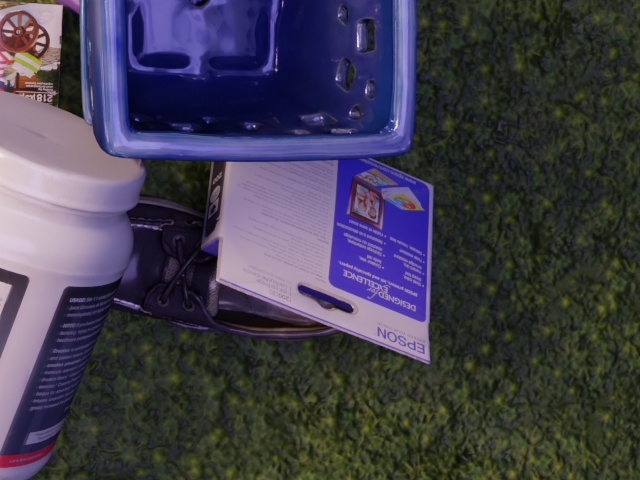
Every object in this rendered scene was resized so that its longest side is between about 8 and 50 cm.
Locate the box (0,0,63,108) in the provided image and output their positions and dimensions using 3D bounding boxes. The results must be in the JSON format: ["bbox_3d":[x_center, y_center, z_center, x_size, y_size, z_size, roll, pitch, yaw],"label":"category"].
[{"bbox_3d":[-0.332,-0.122,1.380,0.233,0.044,0.159,1,97,-19],"label":"box"}]

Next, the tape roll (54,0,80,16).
[{"bbox_3d":[-0.133,-0.308,1.398,0.274,0.090,0.275,-3,99,-18],"label":"tape roll"}]

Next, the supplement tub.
[{"bbox_3d":[-0.261,0.038,1.318,0.191,0.191,0.272,18,107,-20],"label":"supplement tub"}]

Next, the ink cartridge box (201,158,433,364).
[{"bbox_3d":[0.000,0.000,1.442,0.206,0.045,0.208,23,45,-20],"label":"ink cartridge box"}]

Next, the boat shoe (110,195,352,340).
[{"bbox_3d":[-0.100,0.028,1.451,0.285,0.092,0.103,15,92,-20],"label":"boat shoe"}]

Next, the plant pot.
[{"bbox_3d":[-0.070,-0.184,1.276,0.236,0.212,0.236,-2,98,-17],"label":"plant pot"}]
